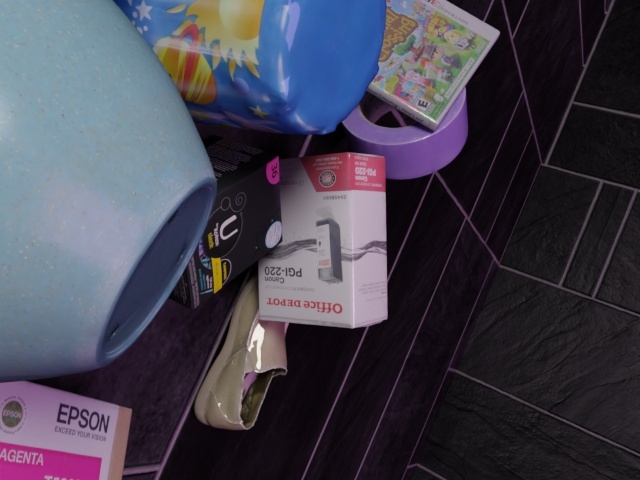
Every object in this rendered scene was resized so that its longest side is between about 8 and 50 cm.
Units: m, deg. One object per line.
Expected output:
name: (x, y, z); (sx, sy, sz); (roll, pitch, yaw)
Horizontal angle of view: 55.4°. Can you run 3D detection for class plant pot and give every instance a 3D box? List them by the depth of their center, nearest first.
plant pot: (-0.181, -0.029, 0.376); (0.290, 0.195, 0.290); (-61, 180, -1)

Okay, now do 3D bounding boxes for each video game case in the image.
video game case: (0.132, -0.281, 0.880); (0.212, 0.193, 0.023); (-54, 173, -24)

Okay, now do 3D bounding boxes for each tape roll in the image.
tape roll: (0.127, -0.190, 0.929); (0.189, 0.189, 0.080); (-55, 150, -23)

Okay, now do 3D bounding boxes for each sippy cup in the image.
sippy cup: (-0.071, -0.198, 0.542); (0.305, 0.224, 0.240); (-38, 139, -42)

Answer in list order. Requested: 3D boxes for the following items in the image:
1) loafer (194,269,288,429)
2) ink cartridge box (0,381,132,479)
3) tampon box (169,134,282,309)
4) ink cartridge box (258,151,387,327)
loafer: (-0.086, 0.157, 0.896); (0.102, 0.092, 0.269); (30, 82, -62)
ink cartridge box: (-0.279, 0.225, 0.534); (0.235, 0.088, 0.193); (48, 39, -59)
tampon box: (-0.130, -0.025, 0.685); (0.161, 0.101, 0.121); (-40, 142, -42)
ink cartridge box: (0.000, 0.000, 0.806); (0.092, 0.158, 0.218); (-6, 95, -54)
